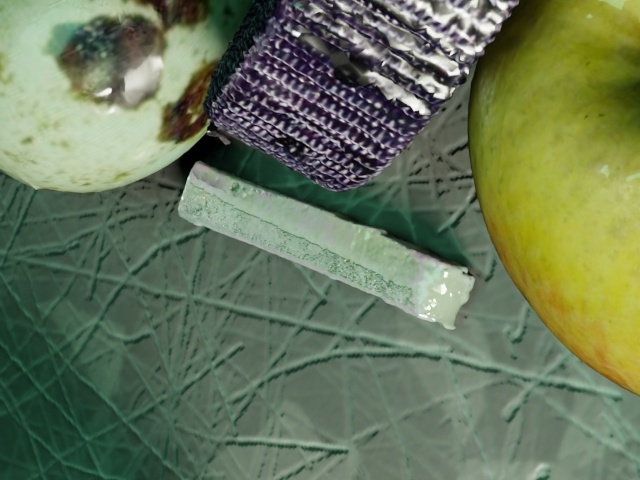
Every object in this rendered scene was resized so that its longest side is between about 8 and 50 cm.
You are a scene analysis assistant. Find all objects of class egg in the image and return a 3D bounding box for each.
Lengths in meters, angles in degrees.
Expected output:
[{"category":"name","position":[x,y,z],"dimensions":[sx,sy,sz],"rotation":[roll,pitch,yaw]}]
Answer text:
[{"category":"egg","position":[-0.130,-0.128,0.931],"dimensions":[0.231,0.169,0.169],"rotation":[-36,66,12]}]

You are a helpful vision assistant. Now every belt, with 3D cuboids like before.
[{"category":"belt","position":[0.041,-0.157,0.753],"dimensions":[0.122,0.325,0.260],"rotation":[31,76,-7]}]

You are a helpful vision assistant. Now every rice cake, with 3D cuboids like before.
[{"category":"rice cake","position":[0.000,0.000,0.910],"dimensions":[0.211,0.034,0.043],"rotation":[22,98,32]}]

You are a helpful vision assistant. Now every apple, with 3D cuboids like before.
[{"category":"apple","position":[0.191,-0.043,0.692],"dimensions":[0.261,0.194,0.261],"rotation":[-9,69,25]}]
